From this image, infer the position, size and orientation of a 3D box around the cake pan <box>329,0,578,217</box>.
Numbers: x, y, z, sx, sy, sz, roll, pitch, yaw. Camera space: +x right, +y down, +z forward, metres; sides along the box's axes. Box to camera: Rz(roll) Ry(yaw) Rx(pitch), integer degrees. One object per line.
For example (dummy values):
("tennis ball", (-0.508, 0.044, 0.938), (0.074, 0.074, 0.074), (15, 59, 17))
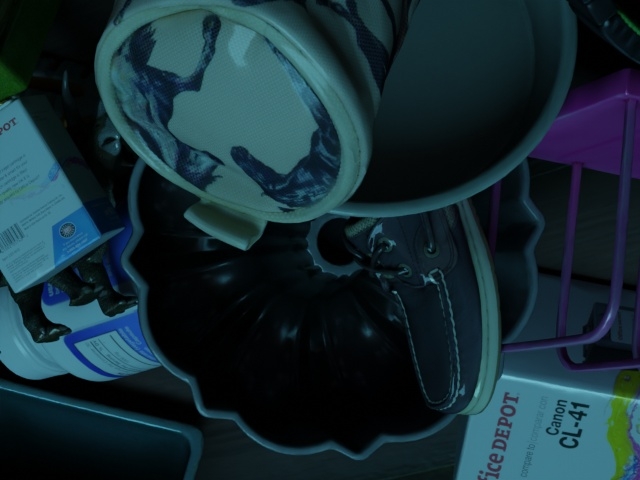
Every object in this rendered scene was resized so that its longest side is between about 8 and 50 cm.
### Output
("cake pan", (0.027, -0.144, 1.147), (0.293, 0.293, 0.054), (15, 159, -1))

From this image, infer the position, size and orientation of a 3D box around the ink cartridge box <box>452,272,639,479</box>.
("ink cartridge box", (0.283, 0.163, 1.501), (0.306, 0.131, 0.226), (9, 138, 4))

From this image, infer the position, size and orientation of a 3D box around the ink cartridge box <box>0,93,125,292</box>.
("ink cartridge box", (-0.219, -0.037, 1.259), (0.088, 0.052, 0.122), (-32, 90, 20))

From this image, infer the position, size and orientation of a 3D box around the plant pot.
("plant pot", (-0.271, 0.318, 1.751), (0.248, 0.247, 0.252), (14, 156, 1))

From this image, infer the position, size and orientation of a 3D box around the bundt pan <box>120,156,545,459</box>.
("bundt pan", (0.000, 0.000, 1.305), (0.331, 0.330, 0.124), (27, 173, -13))

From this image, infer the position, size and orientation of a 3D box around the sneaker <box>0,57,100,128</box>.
("sneaker", (-0.289, -0.114, 1.402), (0.215, 0.084, 0.083), (14, 143, -1))

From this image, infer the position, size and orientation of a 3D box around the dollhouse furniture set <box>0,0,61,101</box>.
("dollhouse furniture set", (-0.215, -0.240, 1.191), (0.302, 0.151, 0.197), (-21, 127, 33))

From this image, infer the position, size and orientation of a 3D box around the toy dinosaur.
("toy dinosaur", (-0.246, 0.001, 1.364), (0.313, 0.160, 0.121), (-27, 165, 24))

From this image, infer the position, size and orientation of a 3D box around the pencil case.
("pencil case", (0.009, -0.196, 0.986), (0.160, 0.410, 0.183), (11, 143, 17))

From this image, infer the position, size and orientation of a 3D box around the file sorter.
("file sorter", (0.281, 0.011, 1.191), (0.291, 0.182, 0.202), (10, 170, -21))

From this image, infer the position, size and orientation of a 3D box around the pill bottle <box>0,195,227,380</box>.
("pill bottle", (-0.163, 0.038, 1.475), (0.272, 0.152, 0.152), (-18, 129, 31))

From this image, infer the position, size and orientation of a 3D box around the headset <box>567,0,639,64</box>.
("headset", (0.226, -0.256, 0.971), (0.243, 0.185, 0.394), (-37, 125, 1))

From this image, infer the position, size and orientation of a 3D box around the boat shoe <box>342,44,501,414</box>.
("boat shoe", (0.060, -0.012, 1.201), (0.092, 0.285, 0.103), (-7, 177, -25))
